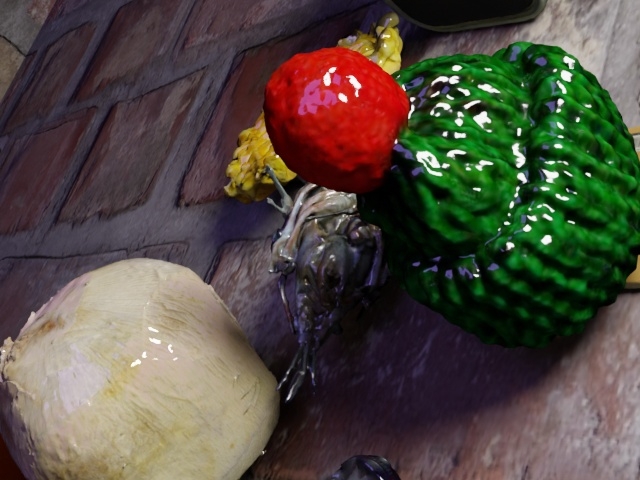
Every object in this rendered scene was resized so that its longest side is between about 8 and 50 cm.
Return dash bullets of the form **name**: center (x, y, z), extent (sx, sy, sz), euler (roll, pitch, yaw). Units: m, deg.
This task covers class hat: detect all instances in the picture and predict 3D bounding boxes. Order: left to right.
- **hat**: center (0.110, -0.077, 0.798), extent (0.242, 0.332, 0.274), euler (-50, 29, 24)

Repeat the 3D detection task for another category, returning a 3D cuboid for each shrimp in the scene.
- **shrimp**: center (0.001, -0.001, 1.030), extent (0.137, 0.172, 0.372), euler (112, -179, -47)

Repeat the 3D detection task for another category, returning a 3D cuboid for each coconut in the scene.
- **coconut**: center (-0.212, 0.160, 1.026), extent (0.297, 0.255, 0.297), euler (-33, 17, 11)

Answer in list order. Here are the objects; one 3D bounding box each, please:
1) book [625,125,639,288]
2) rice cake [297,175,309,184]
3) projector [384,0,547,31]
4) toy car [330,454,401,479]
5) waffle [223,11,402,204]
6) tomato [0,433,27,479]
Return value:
- **book**: center (0.296, -0.035, 0.835), extent (0.118, 0.012, 0.172), euler (-6, 56, 50)
- **rice cake**: center (0.040, -0.142, 1.235), extent (0.207, 0.033, 0.033), euler (-36, 27, 28)
- **projector**: center (0.174, -0.429, 1.123), extent (0.248, 0.248, 0.249), euler (8, 68, 54)
- **toy car**: center (-0.055, 0.308, 0.841), extent (0.314, 0.198, 0.166), euler (-26, 74, 39)
- **waffle**: center (-0.006, -0.176, 1.245), extent (0.329, 0.062, 0.329), euler (-39, 21, 18)
- **tomato**: center (-0.390, 0.305, 1.182), extent (0.265, 0.265, 0.265), euler (-32, 39, 31)
